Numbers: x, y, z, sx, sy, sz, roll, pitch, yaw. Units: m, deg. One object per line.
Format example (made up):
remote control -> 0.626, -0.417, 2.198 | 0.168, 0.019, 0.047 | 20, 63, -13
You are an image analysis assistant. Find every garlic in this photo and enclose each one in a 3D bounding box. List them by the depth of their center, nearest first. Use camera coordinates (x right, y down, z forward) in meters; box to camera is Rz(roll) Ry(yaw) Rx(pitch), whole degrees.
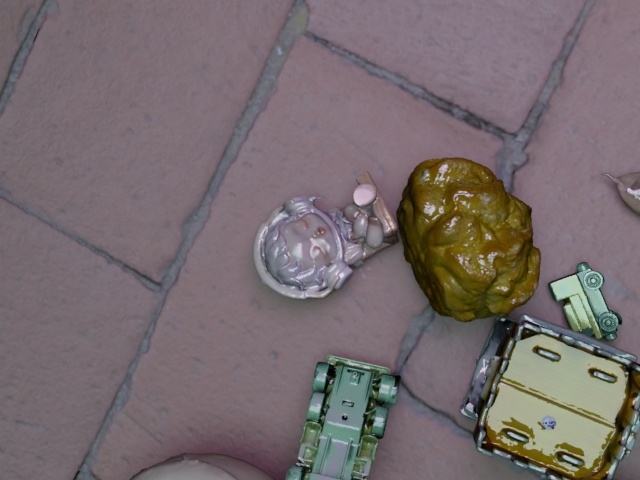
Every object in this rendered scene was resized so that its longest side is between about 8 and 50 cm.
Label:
garlic -> 0.493, -0.066, 1.208 | 0.152, 0.066, 0.084 | -11, 60, 7

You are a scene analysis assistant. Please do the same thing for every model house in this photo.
model house -> 0.323, 0.220, 1.154 | 0.224, 0.215, 0.198 | 20, 90, 10

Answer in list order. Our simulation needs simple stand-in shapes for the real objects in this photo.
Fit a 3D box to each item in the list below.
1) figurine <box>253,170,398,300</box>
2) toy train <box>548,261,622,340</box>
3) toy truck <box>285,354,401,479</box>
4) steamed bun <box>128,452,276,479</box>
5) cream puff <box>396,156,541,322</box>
figurine -> 0.000, 0.001, 1.252 | 0.236, 0.141, 0.162 | -24, 73, 11
toy train -> 0.392, 0.095, 1.228 | 0.081, 0.050, 0.122 | -21, 86, 14
toy truck -> 0.032, 0.305, 1.213 | 0.128, 0.259, 0.135 | 11, 133, 6
steamed bun -> -0.165, 0.507, 1.218 | 0.374, 0.241, 0.374 | -9, 66, 21
cream puff -> 0.204, 0.001, 1.180 | 0.196, 0.244, 0.244 | 5, 91, -2
